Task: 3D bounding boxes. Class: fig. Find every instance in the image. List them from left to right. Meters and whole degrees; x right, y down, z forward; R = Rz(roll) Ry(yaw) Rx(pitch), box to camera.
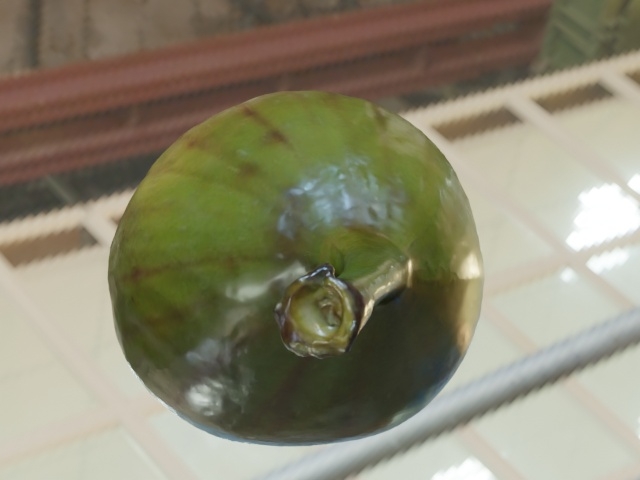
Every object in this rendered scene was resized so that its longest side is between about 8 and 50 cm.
[{"bbox_3d":[0.000,0.000,0.724,0.151,0.151,0.259,-37,-3,-13],"label":"fig"}]
